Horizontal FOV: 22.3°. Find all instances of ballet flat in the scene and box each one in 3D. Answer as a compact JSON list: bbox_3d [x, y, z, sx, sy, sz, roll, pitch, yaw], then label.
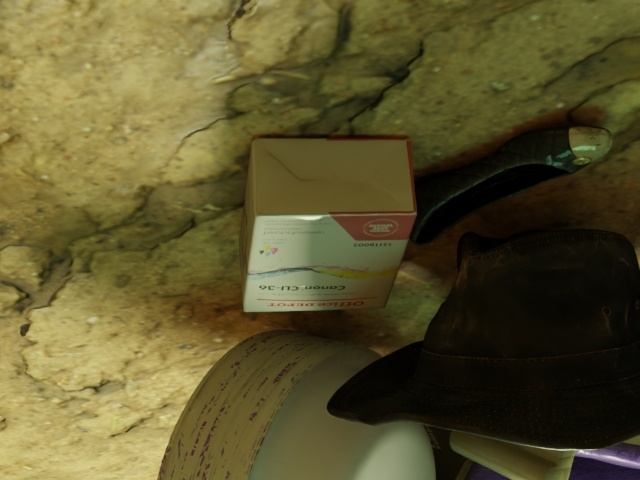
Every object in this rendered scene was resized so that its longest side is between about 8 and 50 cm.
[{"bbox_3d":[0.135,-0.040,1.169,0.173,0.049,0.057,-23,148,33],"label":"ballet flat"}]

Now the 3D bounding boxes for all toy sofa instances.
[{"bbox_3d":[0.304,0.207,1.484,0.363,0.177,0.150,14,-178,-30],"label":"toy sofa"}]

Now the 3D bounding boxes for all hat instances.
[{"bbox_3d":[0.164,0.054,1.226,0.331,0.133,0.331,-2,-171,0],"label":"hat"}]

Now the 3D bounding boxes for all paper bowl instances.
[{"bbox_3d":[-0.004,0.226,1.395,0.148,0.284,0.284,10,162,31],"label":"paper bowl"}]

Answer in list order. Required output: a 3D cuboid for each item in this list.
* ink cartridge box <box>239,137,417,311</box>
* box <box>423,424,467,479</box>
[{"bbox_3d":[0.000,0.000,1.214,0.115,0.067,0.198,-1,154,-6],"label":"ink cartridge box"},{"bbox_3d":[0.197,0.294,1.565,0.242,0.307,0.076,14,120,-29],"label":"box"}]
